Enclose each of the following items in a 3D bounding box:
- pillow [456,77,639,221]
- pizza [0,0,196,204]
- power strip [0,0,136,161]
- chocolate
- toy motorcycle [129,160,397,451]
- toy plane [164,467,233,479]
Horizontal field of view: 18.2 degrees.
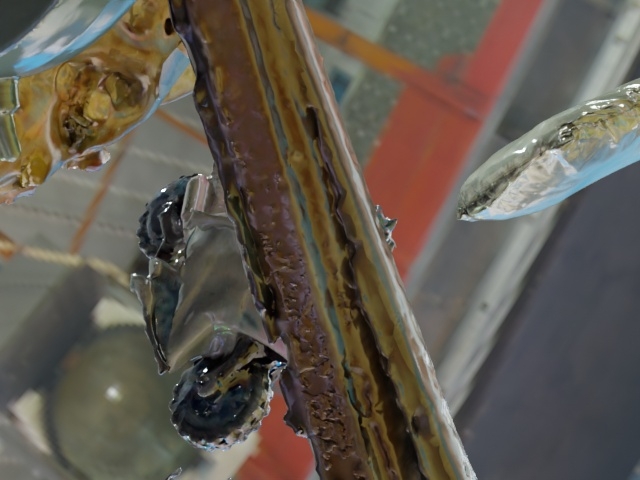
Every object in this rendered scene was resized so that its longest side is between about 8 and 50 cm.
[{"bbox_3d":[0.194,-0.070,1.346,0.229,0.051,0.128,-23,-7,-40],"label":"pillow"},{"bbox_3d":[-0.174,-0.118,1.441,0.297,0.071,0.189,-34,-32,-36],"label":"pizza"},{"bbox_3d":[-0.173,-0.160,0.930,0.167,0.253,0.054,-34,-16,33],"label":"power strip"},{"bbox_3d":[0.004,-0.001,0.951,0.102,0.065,0.329,-23,-85,-64],"label":"chocolate"},{"bbox_3d":[-0.033,0.019,1.429,0.204,0.239,0.108,-30,-27,16],"label":"toy motorcycle"},{"bbox_3d":[-0.047,0.139,0.867,0.083,0.078,0.031,-50,-9,32],"label":"toy plane"}]
